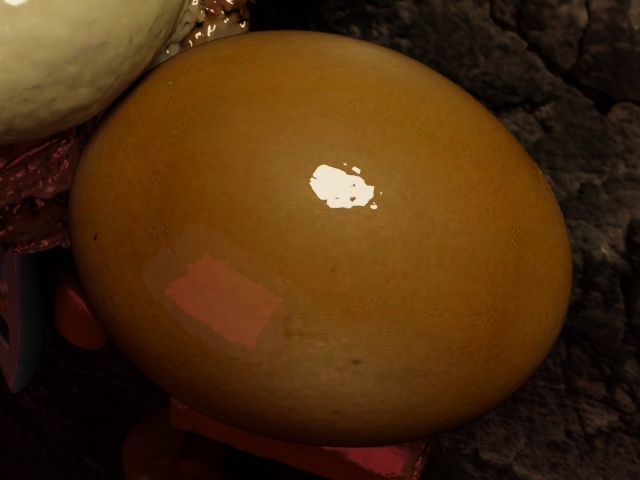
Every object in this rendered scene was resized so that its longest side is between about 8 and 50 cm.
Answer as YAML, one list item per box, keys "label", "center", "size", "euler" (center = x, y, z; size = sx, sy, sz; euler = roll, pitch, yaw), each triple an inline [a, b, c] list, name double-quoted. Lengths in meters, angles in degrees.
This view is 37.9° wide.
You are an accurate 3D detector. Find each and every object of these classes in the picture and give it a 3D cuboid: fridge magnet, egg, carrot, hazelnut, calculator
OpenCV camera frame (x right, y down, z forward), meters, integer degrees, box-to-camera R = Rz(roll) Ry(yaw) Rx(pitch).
- label: "fridge magnet"
  center: [-0.324, 0.081, 1.205]
  size: [0.143, 0.063, 0.143]
  euler: [26, 139, 25]
- label: "egg"
  center: [0.000, 0.000, 0.655]
  size: [0.351, 0.282, 0.282]
  euler: [16, 137, 7]
- label: "carrot"
  center: [0.000, 0.132, 0.903]
  size: [0.254, 0.196, 0.196]
  euler: [19, 137, 13]
- label: "hazelnut"
  center: [-0.159, 0.276, 1.166]
  size: [0.182, 0.182, 0.182]
  euler: [24, 138, 24]
- label: "calculator"
  center: [-0.419, 0.000, 1.168]
  size: [0.256, 0.054, 0.386]
  euler: [44, 142, 31]

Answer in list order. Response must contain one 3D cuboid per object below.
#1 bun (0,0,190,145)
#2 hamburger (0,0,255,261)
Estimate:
- label: "bun"
  center: [-0.252, -0.212, 0.607]
  size: [0.361, 0.361, 0.213]
  euler: [38, 170, 8]
- label: "hamburger"
  center: [-0.201, -0.104, 0.770]
  size: [0.245, 0.282, 0.155]
  euler: [20, 174, 29]
